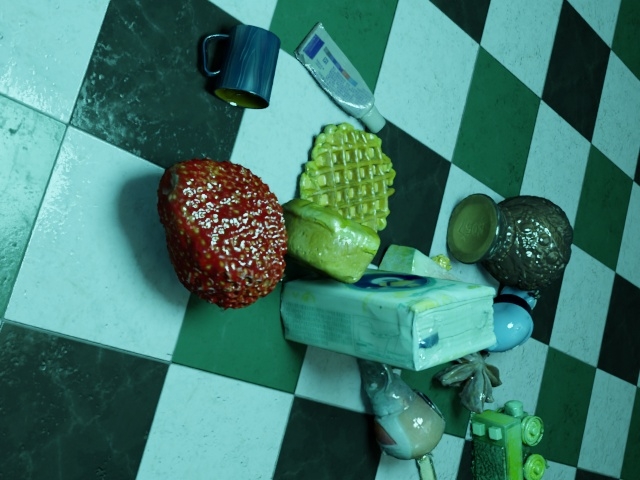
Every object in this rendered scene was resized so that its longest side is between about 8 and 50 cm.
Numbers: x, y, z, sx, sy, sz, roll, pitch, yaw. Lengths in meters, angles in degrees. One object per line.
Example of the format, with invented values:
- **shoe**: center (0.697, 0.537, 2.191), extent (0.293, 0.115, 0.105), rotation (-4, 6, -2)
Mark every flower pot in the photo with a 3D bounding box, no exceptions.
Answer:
- **flower pot**: center (0.504, -0.009, 2.170), extent (0.267, 0.266, 0.267), rotation (12, 84, -34)

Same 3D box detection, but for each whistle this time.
- **whistle**: center (0.177, 0.405, 1.949), extent (0.189, 0.189, 0.348), rotation (-42, 106, -34)

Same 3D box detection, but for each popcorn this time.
- **popcorn**: center (0.301, 0.071, 2.095), extent (0.057, 0.083, 0.082), rotation (64, 11, 10)

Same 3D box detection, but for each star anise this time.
- **star anise**: center (0.407, 0.370, 2.193), extent (0.199, 0.110, 0.257), rotation (58, 35, 0)

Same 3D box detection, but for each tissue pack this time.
- **tissue pack**: center (0.145, 0.158, 1.728), extent (0.287, 0.387, 0.162), rotation (-7, 100, -44)

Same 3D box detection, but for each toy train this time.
- **toy train**: center (0.540, 0.603, 2.310), extent (0.188, 0.159, 0.272), rotation (-10, 101, -37)

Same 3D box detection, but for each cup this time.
- **cup**: center (-0.156, -0.353, 1.592), extent (0.150, 0.113, 0.138), rotation (20, 77, -45)

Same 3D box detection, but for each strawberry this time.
- **strawberry**: center (-0.178, -0.020, 1.486), extent (0.260, 0.258, 0.261), rotation (4, 62, -8)

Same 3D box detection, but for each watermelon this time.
- **watermelon**: center (0.240, 0.164, 2.015), extent (0.231, 0.193, 0.311), rotation (-3, 82, -25)

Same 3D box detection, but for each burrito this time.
- **burrito**: center (0.294, 0.650, 2.154), extent (0.045, 0.041, 0.186), rotation (-13, 107, 0)

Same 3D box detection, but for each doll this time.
- **doll**: center (0.522, 0.219, 2.228), extent (0.141, 0.177, 0.314), rotation (58, 40, -5)

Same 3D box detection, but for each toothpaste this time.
- **toothpaste**: center (0.054, -0.360, 1.839), extent (0.282, 0.068, 0.099), rotation (46, 32, -25)

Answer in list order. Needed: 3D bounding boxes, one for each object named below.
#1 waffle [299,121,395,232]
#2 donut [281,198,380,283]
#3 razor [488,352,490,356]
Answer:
- **waffle**: center (0.067, -0.126, 1.863), extent (0.300, 0.058, 0.282), rotation (16, 83, -43)
- **donut**: center (0.000, 0.000, 1.663), extent (0.208, 0.261, 0.128), rotation (26, 86, -11)
- **razor**: center (0.497, 0.270, 2.331), extent (0.155, 0.044, 0.028), rotation (-58, 169, -29)
